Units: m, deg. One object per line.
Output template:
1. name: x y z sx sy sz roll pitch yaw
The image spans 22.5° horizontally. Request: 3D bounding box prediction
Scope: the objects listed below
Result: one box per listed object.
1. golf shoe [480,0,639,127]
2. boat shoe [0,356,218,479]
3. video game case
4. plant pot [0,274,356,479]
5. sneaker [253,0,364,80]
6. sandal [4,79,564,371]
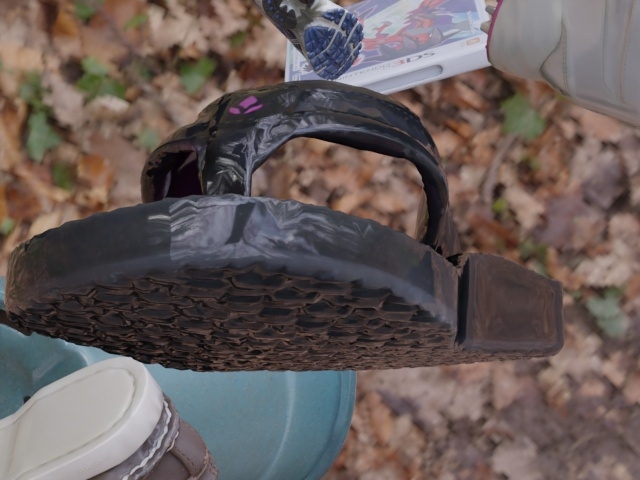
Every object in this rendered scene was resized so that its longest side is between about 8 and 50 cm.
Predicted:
1. golf shoe: 0.182 -0.171 0.791 0.140 0.306 0.115 38 58 16
2. boat shoe: -0.219 0.178 1.071 0.097 0.324 0.116 51 28 -31
3. video game case: 0.058 -0.174 1.409 0.183 0.023 0.201 -15 26 8
4. plant pot: -0.197 0.142 1.581 0.334 0.341 0.341 -12 61 -54
5. sneaker: -0.015 -0.174 1.222 0.052 0.135 0.058 -46 50 -1
6. sandal: -0.002 0.000 0.706 0.167 0.446 0.107 -6 83 17
